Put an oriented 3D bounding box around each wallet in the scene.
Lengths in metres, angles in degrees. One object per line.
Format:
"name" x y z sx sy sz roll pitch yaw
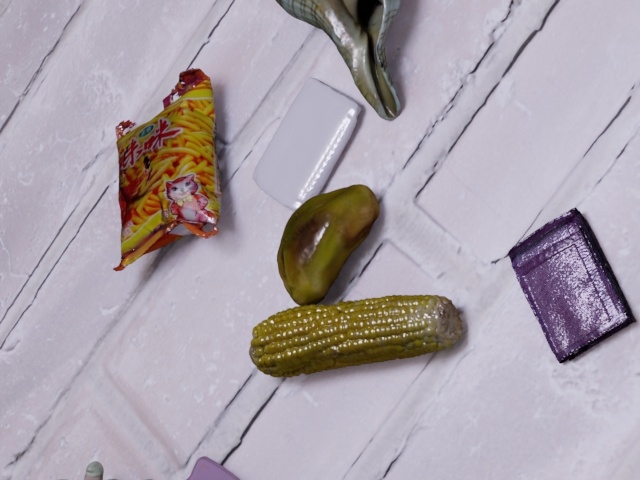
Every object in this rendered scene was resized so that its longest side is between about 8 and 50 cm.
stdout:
"wallet" 0.301 0.055 1.583 0.111 0.030 0.166 -34 59 23
"wallet" -0.019 -0.138 1.879 0.124 0.032 0.183 35 100 38

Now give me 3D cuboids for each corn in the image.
"corn" 0.036 0.125 1.724 0.320 0.097 0.097 -10 70 32

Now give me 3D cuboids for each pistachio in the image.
"pistachio" -0.001 -0.003 1.780 0.110 0.100 0.189 40 102 38

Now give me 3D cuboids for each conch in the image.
"conch" 0.039 -0.365 1.840 0.386 0.169 0.203 52 138 0

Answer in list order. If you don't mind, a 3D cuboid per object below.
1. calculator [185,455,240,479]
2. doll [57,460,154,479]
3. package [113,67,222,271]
"calculator" -0.142 0.425 1.738 0.194 0.043 0.294 -35 43 -13
"doll" -0.355 0.409 1.909 0.275 0.113 0.155 -16 70 31
"package" -0.234 -0.097 1.984 0.223 0.108 0.288 -24 56 35
